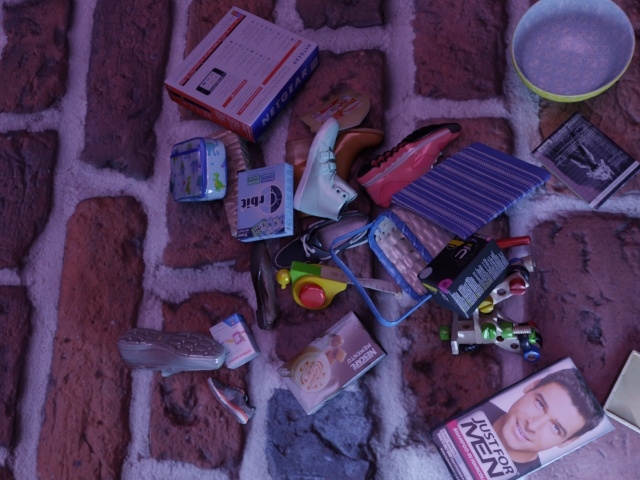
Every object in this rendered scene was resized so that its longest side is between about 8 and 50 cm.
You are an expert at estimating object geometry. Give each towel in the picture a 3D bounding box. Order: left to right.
[{"bbox_3d":[0.369,-0.128,1.629,0.336,0.040,0.243,-32,44,-27],"label":"towel"}]

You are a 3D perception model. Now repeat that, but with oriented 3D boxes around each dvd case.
[{"bbox_3d":[0.680,-0.206,1.708,0.164,0.018,0.221,-43,72,0],"label":"dvd case"}]

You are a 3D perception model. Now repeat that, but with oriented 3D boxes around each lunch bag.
[{"bbox_3d":[-0.339,-0.195,1.830,0.219,0.090,0.176,3,93,55],"label":"lunch bag"}]

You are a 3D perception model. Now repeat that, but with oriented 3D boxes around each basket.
[{"bbox_3d":[0.200,0.050,1.647,0.289,0.201,0.255,-26,71,-26],"label":"basket"}]

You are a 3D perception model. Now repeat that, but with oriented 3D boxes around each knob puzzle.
[{"bbox_3d":[0.057,-0.338,1.810,0.213,0.030,0.213,-16,36,12],"label":"knob puzzle"}]

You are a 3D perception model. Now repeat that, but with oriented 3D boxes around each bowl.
[{"bbox_3d":[0.631,-0.470,1.704,0.289,0.156,0.289,-2,78,11],"label":"bowl"}]

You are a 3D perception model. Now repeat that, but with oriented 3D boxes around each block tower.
[{"bbox_3d":[-0.229,-0.159,1.861,0.097,0.091,0.335,-21,74,8],"label":"block tower"}]

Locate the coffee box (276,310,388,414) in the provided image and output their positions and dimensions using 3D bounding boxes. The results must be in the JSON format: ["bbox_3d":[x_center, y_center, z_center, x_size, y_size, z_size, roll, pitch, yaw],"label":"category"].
[{"bbox_3d":[0.033,0.311,1.695,0.246,0.098,0.141,-38,73,2],"label":"coffee box"}]

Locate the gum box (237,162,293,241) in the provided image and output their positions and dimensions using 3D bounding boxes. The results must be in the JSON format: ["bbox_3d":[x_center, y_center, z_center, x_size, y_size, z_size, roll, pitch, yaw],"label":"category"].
[{"bbox_3d":[-0.144,-0.098,1.735,0.157,0.041,0.184,-8,75,31],"label":"gum box"}]

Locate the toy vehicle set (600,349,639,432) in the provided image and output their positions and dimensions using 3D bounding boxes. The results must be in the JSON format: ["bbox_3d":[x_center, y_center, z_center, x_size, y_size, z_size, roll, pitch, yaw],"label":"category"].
[{"bbox_3d":[0.810,0.390,1.539,0.267,0.035,0.166,29,85,17],"label":"toy vehicle set"}]

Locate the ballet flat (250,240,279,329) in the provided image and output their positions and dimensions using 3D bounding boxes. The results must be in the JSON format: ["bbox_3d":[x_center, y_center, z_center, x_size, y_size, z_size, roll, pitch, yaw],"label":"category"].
[{"bbox_3d":[-0.147,0.118,1.800,0.058,0.084,0.250,0,73,-26],"label":"ballet flat"}]

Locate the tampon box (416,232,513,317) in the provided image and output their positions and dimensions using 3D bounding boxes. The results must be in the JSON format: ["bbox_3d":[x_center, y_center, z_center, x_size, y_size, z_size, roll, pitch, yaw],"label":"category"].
[{"bbox_3d":[0.325,0.072,1.507,0.161,0.120,0.101,-45,115,-11],"label":"tampon box"}]

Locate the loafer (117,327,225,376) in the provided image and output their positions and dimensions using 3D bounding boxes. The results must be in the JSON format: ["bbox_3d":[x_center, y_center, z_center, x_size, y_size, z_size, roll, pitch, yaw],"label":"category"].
[{"bbox_3d":[-0.395,0.307,1.785,0.319,0.112,0.111,5,119,23],"label":"loafer"}]

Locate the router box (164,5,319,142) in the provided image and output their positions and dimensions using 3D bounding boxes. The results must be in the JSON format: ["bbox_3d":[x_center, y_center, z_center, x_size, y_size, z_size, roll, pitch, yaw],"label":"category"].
[{"bbox_3d":[-0.217,-0.475,1.883,0.301,0.082,0.335,30,69,17],"label":"router box"}]

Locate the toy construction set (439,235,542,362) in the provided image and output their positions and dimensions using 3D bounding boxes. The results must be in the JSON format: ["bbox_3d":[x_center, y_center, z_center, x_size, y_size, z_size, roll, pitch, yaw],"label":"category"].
[{"bbox_3d":[0.396,0.142,1.610,0.237,0.257,0.309,-7,55,23],"label":"toy construction set"}]

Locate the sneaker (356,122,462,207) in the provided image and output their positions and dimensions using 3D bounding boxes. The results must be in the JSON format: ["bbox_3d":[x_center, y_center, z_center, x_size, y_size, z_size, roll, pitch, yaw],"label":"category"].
[{"bbox_3d":[0.249,-0.202,1.774,0.314,0.116,0.136,-32,107,-5],"label":"sneaker"}]

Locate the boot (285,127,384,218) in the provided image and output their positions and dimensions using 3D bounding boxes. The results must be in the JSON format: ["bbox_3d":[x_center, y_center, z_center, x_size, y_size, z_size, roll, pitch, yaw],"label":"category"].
[{"bbox_3d":[0.049,-0.182,1.801,0.283,0.109,0.220,-10,83,-1],"label":"boot"}]

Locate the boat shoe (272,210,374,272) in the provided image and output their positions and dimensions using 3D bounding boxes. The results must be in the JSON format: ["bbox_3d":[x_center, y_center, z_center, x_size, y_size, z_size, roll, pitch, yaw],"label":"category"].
[{"bbox_3d":[0.000,0.000,1.774,0.302,0.091,0.114,-28,73,5],"label":"boat shoe"}]

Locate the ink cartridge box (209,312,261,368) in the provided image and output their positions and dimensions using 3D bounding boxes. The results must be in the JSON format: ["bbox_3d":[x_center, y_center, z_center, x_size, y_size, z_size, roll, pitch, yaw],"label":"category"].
[{"bbox_3d":[-0.228,0.270,1.787,0.088,0.052,0.122,-31,75,5],"label":"ink cartridge box"}]

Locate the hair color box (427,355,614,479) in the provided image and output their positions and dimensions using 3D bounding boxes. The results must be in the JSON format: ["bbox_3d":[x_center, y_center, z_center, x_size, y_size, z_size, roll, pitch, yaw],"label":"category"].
[{"bbox_3d":[0.462,0.443,1.565,0.374,0.113,0.185,-30,73,4],"label":"hair color box"}]

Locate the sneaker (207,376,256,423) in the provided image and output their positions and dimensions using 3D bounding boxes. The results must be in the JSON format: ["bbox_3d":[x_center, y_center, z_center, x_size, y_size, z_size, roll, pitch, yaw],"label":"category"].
[{"bbox_3d":[-0.233,0.413,1.765,0.158,0.061,0.065,42,62,16],"label":"sneaker"}]

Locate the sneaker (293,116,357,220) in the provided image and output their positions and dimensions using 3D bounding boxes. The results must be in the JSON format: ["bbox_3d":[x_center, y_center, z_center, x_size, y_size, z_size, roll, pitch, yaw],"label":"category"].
[{"bbox_3d":[0.039,-0.178,1.713,0.151,0.094,0.256,21,101,12],"label":"sneaker"}]

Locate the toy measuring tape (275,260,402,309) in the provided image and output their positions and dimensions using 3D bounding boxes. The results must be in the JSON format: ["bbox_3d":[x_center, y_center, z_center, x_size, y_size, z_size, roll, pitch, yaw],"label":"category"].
[{"bbox_3d":[0.043,0.136,1.743,0.330,0.121,0.121,12,80,-3],"label":"toy measuring tape"}]
